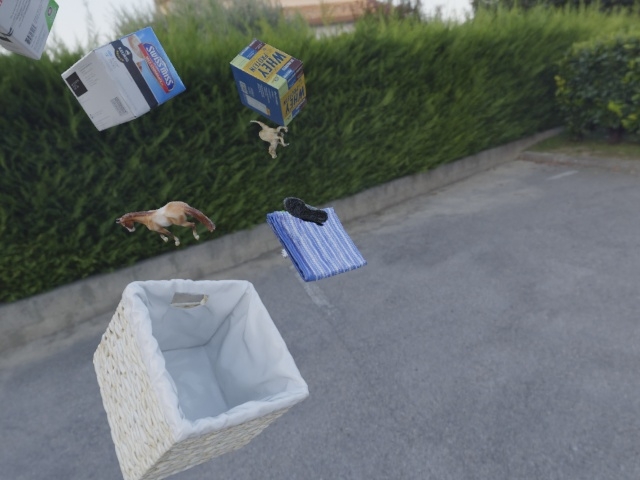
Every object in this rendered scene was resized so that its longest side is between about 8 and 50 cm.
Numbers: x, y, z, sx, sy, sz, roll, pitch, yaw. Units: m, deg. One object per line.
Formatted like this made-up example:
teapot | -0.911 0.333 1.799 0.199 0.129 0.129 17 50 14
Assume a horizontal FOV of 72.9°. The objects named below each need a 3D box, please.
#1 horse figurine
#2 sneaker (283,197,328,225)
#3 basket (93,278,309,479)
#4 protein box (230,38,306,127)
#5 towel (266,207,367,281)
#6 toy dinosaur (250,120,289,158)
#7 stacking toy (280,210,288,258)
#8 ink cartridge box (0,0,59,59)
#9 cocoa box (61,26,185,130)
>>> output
horse figurine | -0.439 -0.055 1.283 0.263 0.174 0.066 -12 51 20
sneaker | -0.045 -0.079 1.241 0.170 0.051 0.089 19 -5 -28
basket | -0.270 0.285 0.939 0.328 0.266 0.331 6 44 -51
protein box | -0.172 -0.536 1.489 0.201 0.200 0.136 32 72 15
towel | 0.000 0.000 1.361 0.040 0.243 0.336 -42 -19 33
toy dinosaur | -0.155 -0.341 1.379 0.092 0.053 0.183 -10 56 -28
stacking toy | -0.115 0.004 1.770 0.052 0.221 0.167 -17 -27 12
ink cartridge box | -0.900 -0.686 1.247 0.114 0.198 0.273 18 -5 -6
cocoa box | -0.696 -0.559 1.529 0.347 0.231 0.228 3 39 45
